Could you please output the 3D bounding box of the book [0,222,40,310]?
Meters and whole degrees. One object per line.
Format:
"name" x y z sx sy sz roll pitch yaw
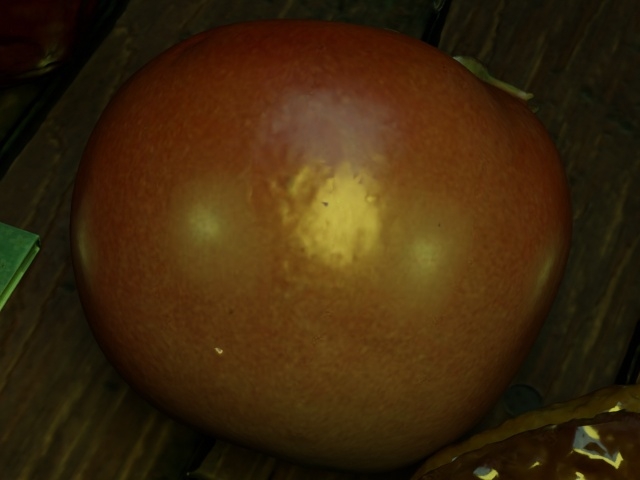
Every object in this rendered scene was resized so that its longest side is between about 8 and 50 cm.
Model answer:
"book" -0.243 0.014 0.975 0.135 0.017 0.103 19 50 10

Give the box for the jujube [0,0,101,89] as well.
"jujube" -0.253 -0.185 1.050 0.243 0.183 0.183 18 50 -4

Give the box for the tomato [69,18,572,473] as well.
"tomato" 0.000 0.000 0.862 0.256 0.256 0.224 15 81 6

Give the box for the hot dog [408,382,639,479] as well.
"hot dog" 0.195 0.201 0.763 0.388 0.174 0.267 9 59 1
